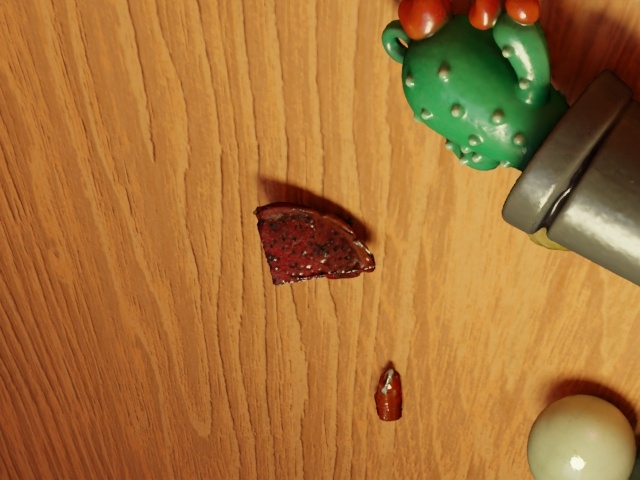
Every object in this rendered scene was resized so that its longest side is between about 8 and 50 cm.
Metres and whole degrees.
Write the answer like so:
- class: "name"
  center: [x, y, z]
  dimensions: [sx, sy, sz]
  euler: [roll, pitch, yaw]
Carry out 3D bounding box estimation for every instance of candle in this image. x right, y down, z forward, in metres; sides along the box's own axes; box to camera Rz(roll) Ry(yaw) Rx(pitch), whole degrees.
- class: "candle"
  center: [0.107, 0.247, 2.163]
  dimensions: [0.053, 0.048, 0.162]
  euler: [38, 156, 23]

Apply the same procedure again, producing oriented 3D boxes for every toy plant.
- class: "toy plant"
  center: [0.225, -0.106, 1.374]
  dimensions: [0.400, 0.185, 0.279]
  euler: [34, -179, 9]

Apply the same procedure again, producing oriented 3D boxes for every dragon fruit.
- class: "dragon fruit"
  center: [0.000, 0.000, 1.857]
  dimensions: [0.161, 0.120, 0.127]
  euler: [-7, 96, 14]

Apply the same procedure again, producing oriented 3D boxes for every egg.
- class: "egg"
  center: [0.367, 0.299, 1.897]
  dimensions: [0.151, 0.151, 0.209]
  euler: [23, 161, 14]

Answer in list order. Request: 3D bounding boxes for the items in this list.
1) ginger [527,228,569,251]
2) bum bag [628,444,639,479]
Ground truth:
- class: "ginger"
  center: [0.365, 0.004, 1.526]
  dimensions: [0.299, 0.065, 0.118]
  euler: [21, 154, 11]
- class: "bum bag"
  center: [0.500, 0.360, 1.942]
  dimensions: [0.142, 0.079, 0.326]
  euler: [32, 153, 12]
